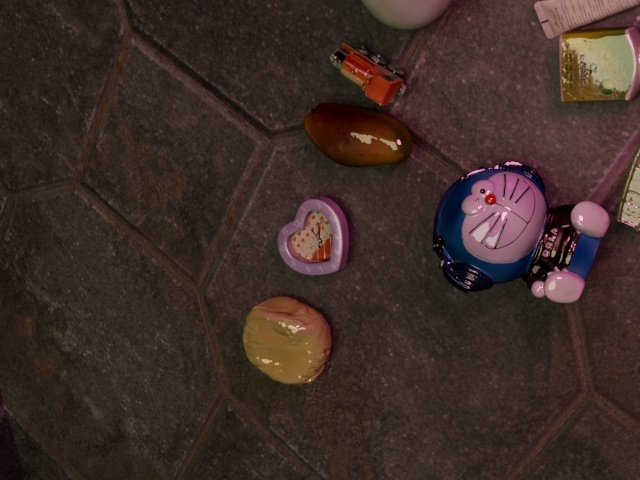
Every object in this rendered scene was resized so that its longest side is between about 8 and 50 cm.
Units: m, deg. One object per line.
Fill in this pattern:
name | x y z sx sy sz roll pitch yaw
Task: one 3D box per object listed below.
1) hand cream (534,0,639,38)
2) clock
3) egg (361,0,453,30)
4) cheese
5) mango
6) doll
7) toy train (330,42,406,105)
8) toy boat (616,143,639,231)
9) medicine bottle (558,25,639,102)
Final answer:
hand cream | 0.510 -0.433 1.592 0.234 0.050 0.080 -11 123 37
clock | 0.000 0.000 2.046 0.172 0.064 0.198 48 124 12
egg | 0.152 -0.588 1.664 0.230 0.230 0.371 -7 95 34
cheese | -0.083 0.253 2.151 0.226 0.117 0.214 20 121 22
mango | 0.083 -0.222 1.894 0.267 0.111 0.133 18 98 29
doll | 0.375 -0.014 1.703 0.310 0.240 0.284 22 75 11
toy train | 0.097 -0.355 1.840 0.176 0.118 0.074 36 118 17
toy boat | 0.626 -0.157 1.596 0.093 0.055 0.293 29 118 22
medicine bottle | 0.535 -0.320 1.584 0.188 0.088 0.132 4 106 33
